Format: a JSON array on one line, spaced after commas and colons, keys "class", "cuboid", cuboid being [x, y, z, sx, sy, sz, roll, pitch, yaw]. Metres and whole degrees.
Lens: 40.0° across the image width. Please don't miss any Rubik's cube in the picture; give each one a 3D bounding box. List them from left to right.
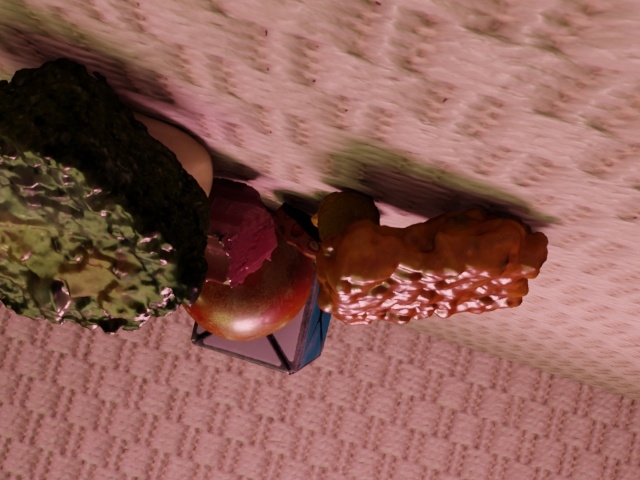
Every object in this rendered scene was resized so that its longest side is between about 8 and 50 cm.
[{"class": "Rubik's cube", "cuboid": [-0.113, 0.138, 1.989, 0.254, 0.259, 0.260, 14, -171, 15]}]

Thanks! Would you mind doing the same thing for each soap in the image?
[{"class": "soap", "cuboid": [-0.208, -0.029, 1.488, 0.289, 0.112, 0.182, 16, -151, 33]}]

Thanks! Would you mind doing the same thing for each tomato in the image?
[{"class": "tomato", "cuboid": [-0.147, 0.072, 1.717, 0.270, 0.270, 0.223, 16, 149, 10]}]

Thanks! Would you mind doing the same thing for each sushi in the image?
[{"class": "sushi", "cuboid": [-0.329, -0.035, 1.131, 0.294, 0.178, 0.352, -29, 122, 26]}]

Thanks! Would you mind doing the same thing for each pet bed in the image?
[{"class": "pet bed", "cuboid": [0.000, 0.000, 1.551, 0.201, 0.053, 0.201, 36, -172, -6]}]

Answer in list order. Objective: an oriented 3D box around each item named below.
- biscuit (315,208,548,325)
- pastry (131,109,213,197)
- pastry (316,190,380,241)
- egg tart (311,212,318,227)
[{"class": "biscuit", "cuboid": [0.148, 0.041, 1.240, 0.311, 0.111, 0.318, -6, 161, 1]}, {"class": "pastry", "cuboid": [-0.289, -0.113, 1.322, 0.264, 0.133, 0.265, 16, 176, 1]}, {"class": "pastry", "cuboid": [0.043, -0.024, 1.326, 0.109, 0.097, 0.057, 60, 177, 1]}, {"class": "egg tart", "cuboid": [0.049, -0.029, 1.441, 0.130, 0.052, 0.130, 17, 170, 3]}]
